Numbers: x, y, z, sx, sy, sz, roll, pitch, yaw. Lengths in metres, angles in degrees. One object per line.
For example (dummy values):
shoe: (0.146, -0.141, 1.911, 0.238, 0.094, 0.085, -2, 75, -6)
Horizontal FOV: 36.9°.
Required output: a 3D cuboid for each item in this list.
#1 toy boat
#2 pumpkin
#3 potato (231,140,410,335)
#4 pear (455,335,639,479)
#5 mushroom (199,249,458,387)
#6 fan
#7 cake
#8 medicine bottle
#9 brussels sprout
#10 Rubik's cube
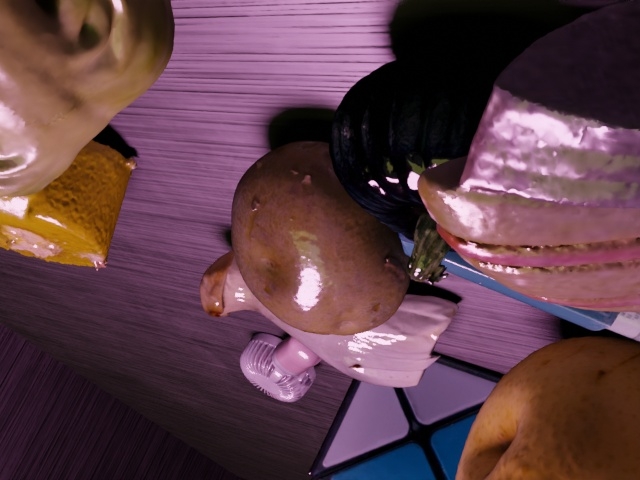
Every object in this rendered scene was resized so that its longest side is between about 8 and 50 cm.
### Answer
toy boat: (0.195, -0.027, 0.578, 0.276, 0.111, 0.293, 0, 142, -15)
pumpkin: (0.102, -0.061, 0.699, 0.194, 0.150, 0.194, 5, 137, 4)
potato: (0.000, 0.000, 0.943, 0.178, 0.160, 0.235, -1, 142, 1)
pear: (0.302, 0.264, 0.979, 0.348, 0.348, 0.348, 21, 159, 9)
mushroom: (0.006, 0.084, 1.213, 0.329, 0.122, 0.159, 18, 122, 14)
fan: (-0.054, 0.199, 1.590, 0.130, 0.074, 0.244, 39, 152, -5)
cake: (-0.329, -0.055, 1.165, 0.179, 0.156, 0.260, 15, 169, -21)
medicine bottle: (0.183, 0.011, 0.858, 0.258, 0.079, 0.124, 23, 159, 3)
brussels sprout: (-0.252, -0.176, 0.673, 0.328, 0.247, 0.328, 21, 163, 7)
Rubik's cube: (0.153, 0.314, 1.385, 0.246, 0.248, 0.250, 16, 156, 20)
